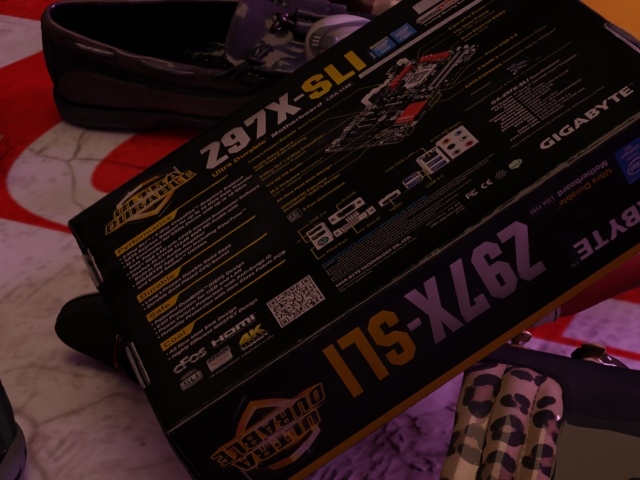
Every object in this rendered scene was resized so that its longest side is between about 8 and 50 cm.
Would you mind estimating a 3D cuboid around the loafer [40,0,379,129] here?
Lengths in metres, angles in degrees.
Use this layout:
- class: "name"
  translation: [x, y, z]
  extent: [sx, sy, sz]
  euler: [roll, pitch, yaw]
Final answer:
- class: "loafer"
  translation: [-0.078, -0.147, 1.375]
  extent: [0.303, 0.095, 0.109]
  euler: [-2, 42, 17]

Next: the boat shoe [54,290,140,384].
- class: "boat shoe"
  translation: [-0.111, 0.065, 1.113]
  extent: [0.133, 0.049, 0.042]
  euler: [13, 28, 19]

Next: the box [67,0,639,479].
- class: "box"
  translation: [0.031, -0.020, 0.990]
  extent: [0.322, 0.079, 0.257]
  euler: [-34, 30, -2]

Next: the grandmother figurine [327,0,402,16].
- class: "grandmother figurine"
  translation: [0.038, -0.251, 1.443]
  extent: [0.342, 0.104, 0.208]
  euler: [-26, 42, 18]

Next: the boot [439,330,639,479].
- class: "boot"
  translation: [0.227, 0.093, 0.949]
  extent: [0.284, 0.138, 0.377]
  euler: [5, 39, 17]

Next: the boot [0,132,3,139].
- class: "boot"
  translation: [-0.347, -0.073, 1.316]
  extent: [0.211, 0.104, 0.295]
  euler: [-5, 28, 1]

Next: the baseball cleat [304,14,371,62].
- class: "baseball cleat"
  translation: [0.089, -0.110, 1.287]
  extent: [0.206, 0.072, 0.109]
  euler: [11, 9, -19]

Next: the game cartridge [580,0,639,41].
- class: "game cartridge"
  translation: [0.310, -0.216, 1.506]
  extent: [0.285, 0.052, 0.324]
  euler: [17, 41, 31]

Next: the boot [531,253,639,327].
- class: "boot"
  translation: [0.172, -0.047, 1.102]
  extent: [0.176, 0.088, 0.244]
  euler: [-16, 36, -3]

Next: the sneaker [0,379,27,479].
- class: "sneaker"
  translation: [-0.286, 0.113, 1.016]
  extent: [0.224, 0.098, 0.083]
  euler: [-13, 33, -13]
